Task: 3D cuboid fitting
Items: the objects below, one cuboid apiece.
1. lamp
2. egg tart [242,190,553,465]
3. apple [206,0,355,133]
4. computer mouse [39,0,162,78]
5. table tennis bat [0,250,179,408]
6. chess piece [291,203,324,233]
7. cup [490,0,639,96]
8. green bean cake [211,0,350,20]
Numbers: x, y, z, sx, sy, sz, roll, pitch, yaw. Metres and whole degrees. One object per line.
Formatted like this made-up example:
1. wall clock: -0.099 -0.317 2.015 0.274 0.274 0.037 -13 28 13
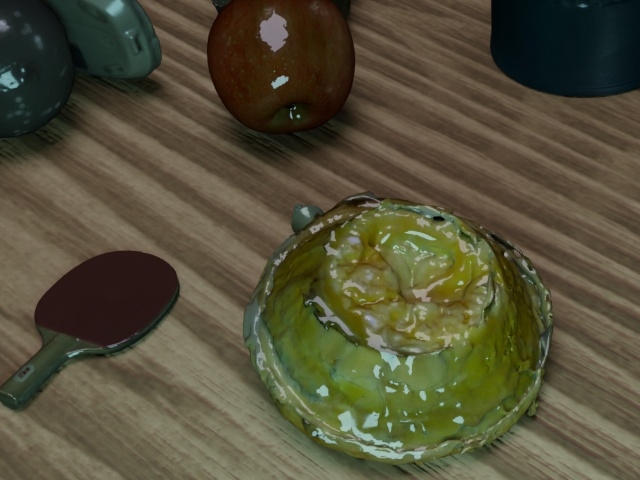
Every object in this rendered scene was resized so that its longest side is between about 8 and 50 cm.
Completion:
1. lamp: -0.418 -0.216 1.817 0.182 0.182 0.314 -27 11 -21
2. egg tart: 0.076 0.060 1.368 0.315 0.120 0.315 1 52 -1
3. apple: -0.045 -0.214 1.713 0.181 0.181 0.168 -12 64 -5
4. computer mouse: -0.344 -0.308 1.849 0.331 0.197 0.095 20 61 24
5. table tennis bat: -0.249 0.089 1.503 0.138 0.022 0.246 17 44 28
6. chess piece: 0.000 0.000 1.541 0.059 0.059 0.149 -20 36 -14
7. cup: 0.342 -0.347 1.708 0.242 0.292 0.308 -32 45 -27
8. green bean cake: -0.050 -0.368 1.921 0.185 0.094 0.183 -4 60 9
